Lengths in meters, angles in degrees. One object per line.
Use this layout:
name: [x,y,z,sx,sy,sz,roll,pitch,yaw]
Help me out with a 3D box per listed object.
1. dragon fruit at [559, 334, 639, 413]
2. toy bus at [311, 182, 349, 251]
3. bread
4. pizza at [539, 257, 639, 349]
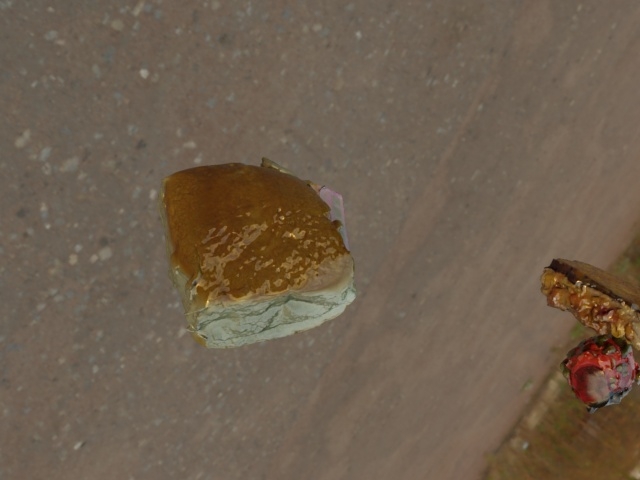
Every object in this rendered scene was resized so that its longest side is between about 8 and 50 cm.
dragon fruit: [0.608,0.281,1.771,0.172,0.160,0.167,-16,126,-50]
toy bus: [0.000,0.001,1.738,0.112,0.274,0.090,14,136,-20]
bread: [-0.094,0.009,1.156,0.250,0.279,0.225,-12,149,-11]
pizza: [0.608,0.128,1.757,0.409,0.277,0.114,-116,-139,-74]
